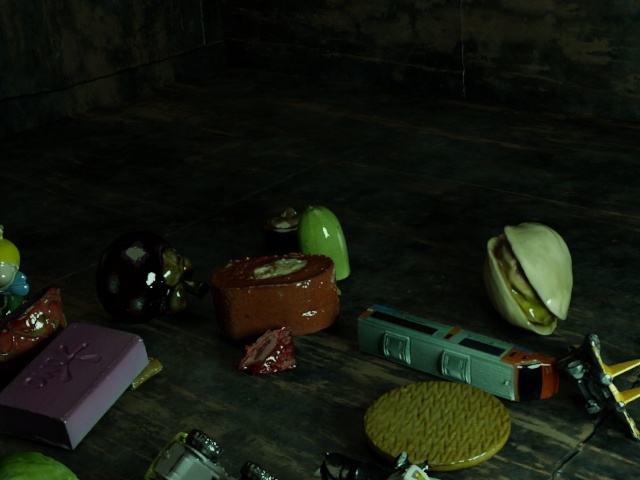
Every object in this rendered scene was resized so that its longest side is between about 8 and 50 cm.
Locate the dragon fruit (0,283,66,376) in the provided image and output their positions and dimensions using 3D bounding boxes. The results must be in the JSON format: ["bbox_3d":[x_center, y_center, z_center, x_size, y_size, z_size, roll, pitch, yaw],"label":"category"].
[{"bbox_3d":[-0.592,0.211,2.040,0.218,0.148,0.223,-25,17,39],"label":"dragon fruit"}]

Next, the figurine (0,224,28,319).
[{"bbox_3d":[-0.732,0.094,2.186,0.127,0.234,0.185,20,33,36],"label":"figurine"}]

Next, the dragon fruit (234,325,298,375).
[{"bbox_3d":[-0.111,0.218,2.007,0.131,0.063,0.097,-9,23,-12],"label":"dragon fruit"}]

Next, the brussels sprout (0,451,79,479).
[{"bbox_3d":[-0.460,0.400,1.545,0.181,0.143,0.162,7,-8,-38],"label":"brussels sprout"}]

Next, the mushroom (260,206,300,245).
[{"bbox_3d":[-0.092,-0.032,2.557,0.127,0.087,0.127,-4,19,2],"label":"mushroom"}]

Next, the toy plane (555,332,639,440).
[{"bbox_3d":[0.482,0.235,1.814,0.103,0.204,0.316,-28,7,-5],"label":"toy plane"}]

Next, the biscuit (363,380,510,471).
[{"bbox_3d":[0.201,0.324,1.743,0.262,0.037,0.262,-3,24,1],"label":"biscuit"}]

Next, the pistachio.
[{"bbox_3d":[0.439,0.080,2.101,0.193,0.214,0.318,-42,22,25],"label":"pistachio"}]

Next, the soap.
[{"bbox_3d":[-0.470,0.267,1.884,0.181,0.081,0.259,8,35,25],"label":"soap"}]

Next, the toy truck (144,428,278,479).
[{"bbox_3d":[-0.148,0.394,1.539,0.286,0.111,0.136,25,67,34],"label":"toy truck"}]

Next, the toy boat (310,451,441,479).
[{"bbox_3d":[0.093,0.382,1.514,0.270,0.140,0.141,-6,19,34],"label":"toy boat"}]

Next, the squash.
[{"bbox_3d":[0.000,0.000,2.355,0.123,0.186,0.123,-10,21,4],"label":"squash"}]

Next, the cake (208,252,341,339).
[{"bbox_3d":[-0.100,0.122,2.120,0.283,0.150,0.177,-1,25,10],"label":"cake"}]

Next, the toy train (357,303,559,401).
[{"bbox_3d":[0.252,0.219,1.916,0.410,0.086,0.089,15,31,37],"label":"toy train"}]

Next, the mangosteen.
[{"bbox_3d":[-0.366,0.087,2.203,0.250,0.211,0.211,8,24,1],"label":"mangosteen"}]

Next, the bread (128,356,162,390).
[{"bbox_3d":[-0.357,0.263,1.979,0.047,0.036,0.083,13,32,37],"label":"bread"}]
